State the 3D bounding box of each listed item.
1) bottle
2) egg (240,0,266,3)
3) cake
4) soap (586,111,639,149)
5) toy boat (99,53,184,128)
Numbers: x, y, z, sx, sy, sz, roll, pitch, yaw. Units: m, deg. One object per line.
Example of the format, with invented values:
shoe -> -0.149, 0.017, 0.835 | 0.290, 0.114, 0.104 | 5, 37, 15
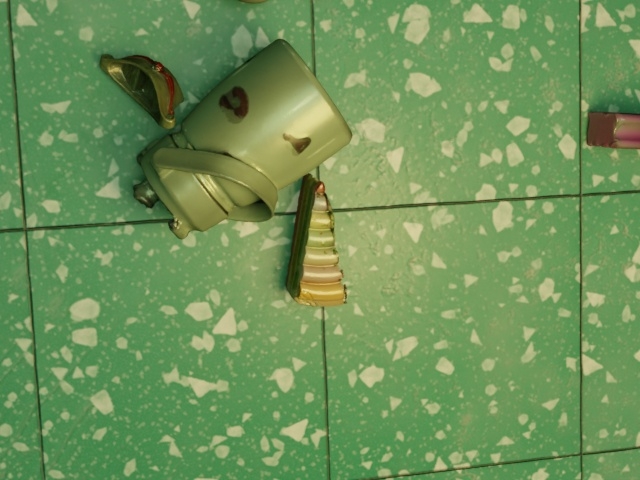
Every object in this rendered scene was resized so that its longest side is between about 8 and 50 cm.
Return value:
bottle -> -0.138, -0.141, 1.738 | 0.351, 0.229, 0.229 | -36, 104, -1
egg -> -0.127, -0.453, 1.747 | 0.152, 0.114, 0.114 | 40, 87, -14
cake -> -0.021, 0.004, 1.834 | 0.090, 0.109, 0.225 | -11, 100, -11
soap -> 0.597, -0.195, 1.946 | 0.203, 0.122, 0.065 | 2, 97, -14
toy boat -> -0.279, -0.249, 1.745 | 0.071, 0.089, 0.185 | -27, 60, -39
